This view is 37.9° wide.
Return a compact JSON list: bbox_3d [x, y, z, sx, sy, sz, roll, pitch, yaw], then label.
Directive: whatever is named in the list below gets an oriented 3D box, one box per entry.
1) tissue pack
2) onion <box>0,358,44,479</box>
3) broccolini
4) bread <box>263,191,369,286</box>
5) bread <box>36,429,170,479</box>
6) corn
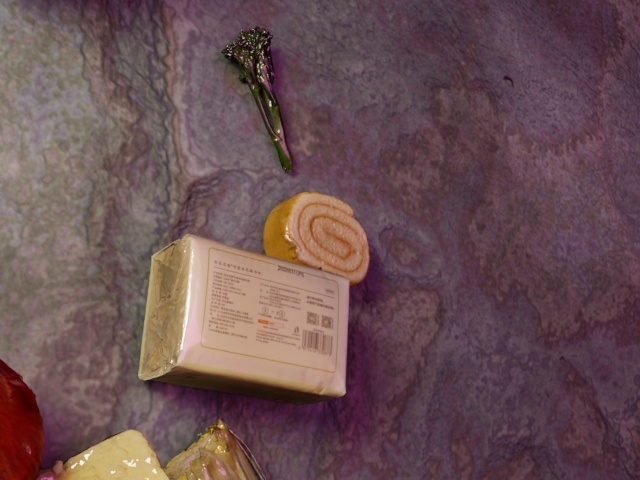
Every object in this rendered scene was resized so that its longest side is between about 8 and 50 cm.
[{"bbox_3d":[-0.087,0.103,1.121,0.234,0.125,0.159,15,68,-33],"label":"tissue pack"},{"bbox_3d":[-0.363,0.161,0.837,0.230,0.163,0.230,11,43,-10],"label":"onion"},{"bbox_3d":[-0.080,-0.189,1.270,0.074,0.058,0.201,-18,105,-25],"label":"broccolini"},{"bbox_3d":[0.000,0.000,1.249,0.149,0.073,0.122,23,63,-31],"label":"bread"},{"bbox_3d":[-0.245,0.351,0.933,0.263,0.198,0.236,-25,62,-25],"label":"bread"},{"bbox_3d":[-0.075,0.355,1.059,0.123,0.122,0.305,-32,96,-30],"label":"corn"}]
